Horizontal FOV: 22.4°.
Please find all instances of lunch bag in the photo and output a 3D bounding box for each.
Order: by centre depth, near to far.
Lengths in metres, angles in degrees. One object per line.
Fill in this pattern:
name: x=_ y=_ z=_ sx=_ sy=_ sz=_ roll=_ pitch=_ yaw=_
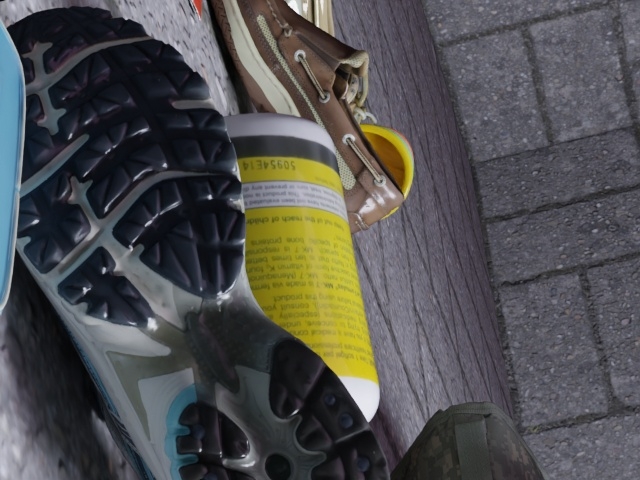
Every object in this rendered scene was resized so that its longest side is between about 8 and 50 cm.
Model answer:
lunch bag: x=0.146 y=0.306 z=1.419 sx=0.287 sy=0.168 sz=0.235 roll=72 pitch=9 yaw=-51

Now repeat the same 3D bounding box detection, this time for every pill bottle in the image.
pill bottle: x=-0.033 y=0.048 z=0.857 sx=0.119 sy=0.119 sz=0.209 roll=51 pitch=27 yaw=-69

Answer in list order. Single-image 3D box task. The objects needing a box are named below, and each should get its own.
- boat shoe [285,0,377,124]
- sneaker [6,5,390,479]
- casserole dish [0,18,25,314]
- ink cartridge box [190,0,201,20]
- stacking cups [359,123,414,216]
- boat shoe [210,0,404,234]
boat shoe: x=-0.003 y=-0.151 z=1.397 sx=0.105 sy=0.089 sz=0.285 roll=-94 pitch=168 yaw=-46
sneaker: x=-0.082 y=0.033 z=0.728 sx=0.283 sy=0.110 sz=0.122 roll=65 pitch=-26 yaw=6
casserole dish: x=-0.142 y=-0.041 z=0.588 sx=0.114 sy=0.037 sz=0.188 roll=66 pitch=15 yaw=-47
ink cartridge box: x=-0.092 y=-0.222 z=1.153 sx=0.063 sy=0.029 sz=0.115 roll=-93 pitch=166 yaw=-48
stacking cups: x=0.051 y=-0.072 z=1.667 sx=0.316 sy=0.096 sz=0.096 roll=-41 pitch=117 yaw=-85
boat shoe: x=-0.007 y=-0.129 z=1.256 sx=0.095 sy=0.095 sz=0.257 roll=-29 pitch=97 yaw=-80
